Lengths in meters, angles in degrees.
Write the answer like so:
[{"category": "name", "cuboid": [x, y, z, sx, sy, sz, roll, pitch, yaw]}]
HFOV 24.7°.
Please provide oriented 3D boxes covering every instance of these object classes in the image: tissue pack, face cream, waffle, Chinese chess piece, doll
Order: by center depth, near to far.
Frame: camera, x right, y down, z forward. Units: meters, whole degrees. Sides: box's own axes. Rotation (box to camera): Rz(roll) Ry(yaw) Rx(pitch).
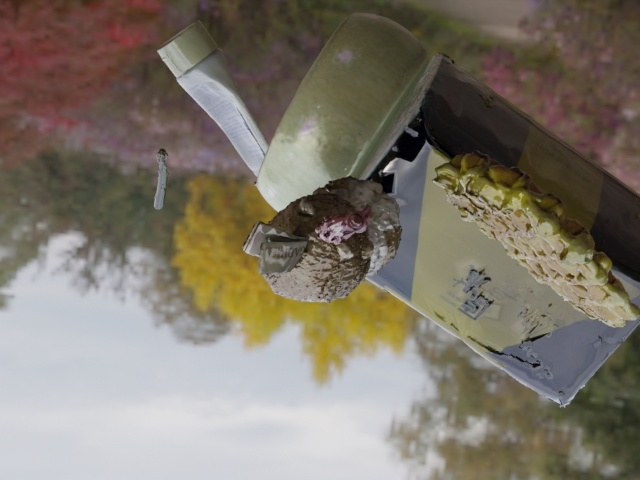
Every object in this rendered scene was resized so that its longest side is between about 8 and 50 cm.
[{"category": "doll", "cuboid": [0.002, 0.007, 1.426, 0.105, 0.115, 0.221, 50, -151, 5]}, {"category": "waffle", "cuboid": [0.233, 0.006, 1.532, 0.243, 0.059, 0.238, 39, 172, 36]}, {"category": "Chinese chess piece", "cuboid": [0.023, -0.134, 1.639, 0.101, 0.250, 0.250, 31, -176, 3]}, {"category": "face cream", "cuboid": [-0.124, -0.178, 1.923, 0.070, 0.224, 0.114, -39, -167, -16]}, {"category": "tissue pack", "cuboid": [0.244, -0.014, 1.958, 0.416, 0.264, 0.253, 34, -151, -6]}]

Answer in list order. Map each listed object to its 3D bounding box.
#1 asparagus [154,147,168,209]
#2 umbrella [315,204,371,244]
[{"category": "asparagus", "cuboid": [-0.207, -0.080, 1.903, 0.018, 0.015, 0.127, 3, 148, -7]}, {"category": "umbrella", "cuboid": [0.015, -0.010, 1.120, 0.027, 0.025, 0.165, -8, 179, -9]}]
